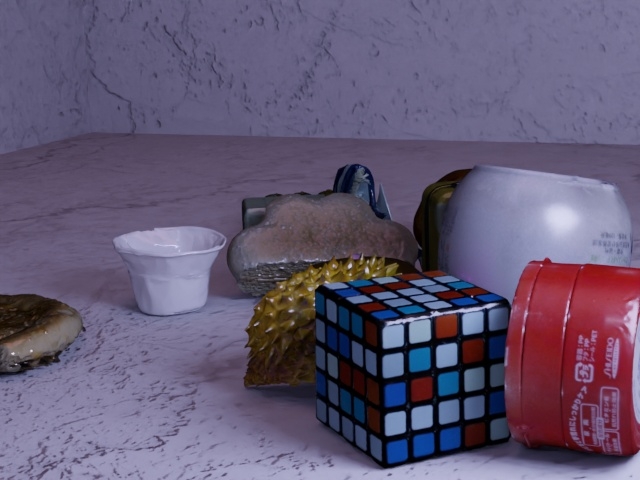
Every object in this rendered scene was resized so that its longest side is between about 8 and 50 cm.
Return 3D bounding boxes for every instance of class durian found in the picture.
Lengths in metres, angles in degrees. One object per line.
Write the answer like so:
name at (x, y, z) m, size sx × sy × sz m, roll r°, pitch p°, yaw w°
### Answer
durian at (0.041, 0.116, 1.630) m, size 0.260 × 0.153 × 0.186 m, roll -34°, pitch 45°, yaw -28°

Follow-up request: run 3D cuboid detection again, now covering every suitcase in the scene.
suitcase at (0.259, 0.008, 1.952) m, size 0.194 × 0.235 × 0.143 m, roll -4°, pitch 13°, yaw -10°

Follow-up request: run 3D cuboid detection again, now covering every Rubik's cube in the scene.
Rubik's cube at (0.111, 0.148, 1.468) m, size 0.184 × 0.182 × 0.187 m, roll -7°, pitch 14°, yaw -25°

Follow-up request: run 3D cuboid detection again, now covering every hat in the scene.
hat at (-0.255, 0.055, 2.067) m, size 0.203 × 0.126 × 0.203 m, roll -1°, pitch 12°, yaw 0°

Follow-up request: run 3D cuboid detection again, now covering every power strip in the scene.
power strip at (-0.033, -0.009, 2.296) m, size 0.224 × 0.139 × 0.140 m, roll -3°, pitch 11°, yaw -5°

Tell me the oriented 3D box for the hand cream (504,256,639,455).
hand cream at (0.308, 0.136, 1.410) m, size 0.149 × 0.230 × 0.230 m, roll 6°, pitch 15°, yaw 24°

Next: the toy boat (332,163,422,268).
toy boat at (0.116, -0.047, 2.318) m, size 0.070 × 0.210 × 0.291 m, roll -31°, pitch 24°, yaw -19°

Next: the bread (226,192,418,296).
bread at (0.001, -0.001, 2.142) m, size 0.337 × 0.183 × 0.102 m, roll -1°, pitch -32°, yaw -11°

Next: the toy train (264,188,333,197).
toy train at (-0.034, -0.050, 2.614) m, size 0.225 × 0.090 × 0.137 m, roll -4°, pitch 20°, yaw -10°

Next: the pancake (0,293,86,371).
pancake at (-0.547, 0.143, 1.848) m, size 0.382 × 0.071 × 0.382 m, roll -2°, pitch 12°, yaw 0°

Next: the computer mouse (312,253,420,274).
computer mouse at (0.088, 0.084, 1.916) m, size 0.158 × 0.072 × 0.310 m, roll -5°, pitch 23°, yaw -18°

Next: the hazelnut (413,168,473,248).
hazelnut at (0.279, -0.045, 2.379) m, size 0.204 × 0.178 × 0.178 m, roll -33°, pitch 15°, yaw 0°

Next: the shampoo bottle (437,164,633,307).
shampoo bottle at (0.304, 0.031, 1.746) m, size 0.273 × 0.266 × 0.273 m, roll 6°, pitch 6°, yaw -1°
